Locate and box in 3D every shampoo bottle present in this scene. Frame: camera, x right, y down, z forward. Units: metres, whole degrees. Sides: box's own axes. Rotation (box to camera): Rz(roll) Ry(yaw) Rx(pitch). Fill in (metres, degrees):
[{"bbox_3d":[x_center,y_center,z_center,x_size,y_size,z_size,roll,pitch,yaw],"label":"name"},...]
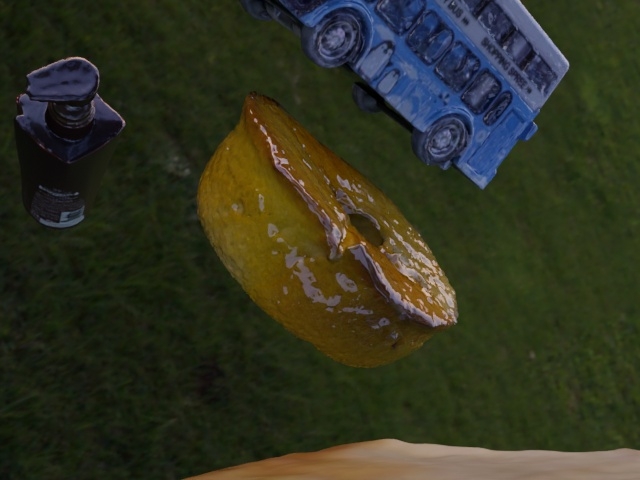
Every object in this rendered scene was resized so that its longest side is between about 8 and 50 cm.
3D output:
[{"bbox_3d":[-0.194,-0.073,0.886,0.068,0.236,0.067,-36,84,-24],"label":"shampoo bottle"}]

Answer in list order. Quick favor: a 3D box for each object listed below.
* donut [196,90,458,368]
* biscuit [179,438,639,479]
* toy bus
[{"bbox_3d":[0.000,0.002,0.717,0.190,0.074,0.174,29,22,-52],"label":"donut"},{"bbox_3d":[0.066,0.064,0.237,0.204,0.309,0.040,0,81,-47],"label":"biscuit"},{"bbox_3d":[0.048,-0.156,0.795,0.297,0.131,0.106,34,7,-47],"label":"toy bus"}]
